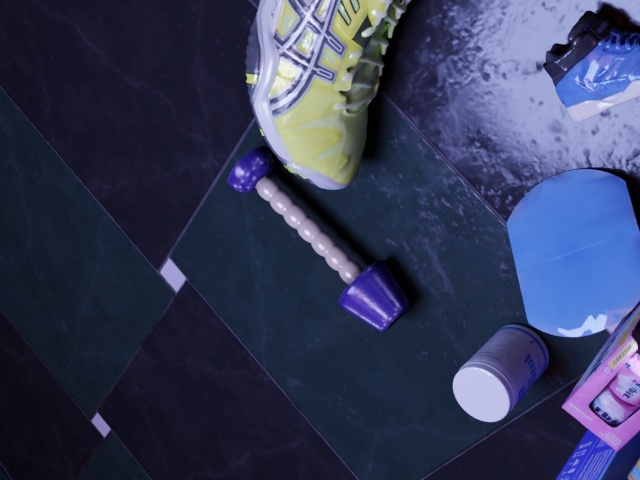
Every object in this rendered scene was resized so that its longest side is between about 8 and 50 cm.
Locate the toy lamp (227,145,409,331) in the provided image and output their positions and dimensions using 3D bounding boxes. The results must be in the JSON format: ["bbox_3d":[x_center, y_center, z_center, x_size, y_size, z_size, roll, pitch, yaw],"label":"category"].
[{"bbox_3d":[0.000,0.000,1.038,0.274,0.080,0.080,47,134,14],"label":"toy lamp"}]

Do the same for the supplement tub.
[{"bbox_3d":[0.202,0.146,0.923,0.071,0.107,0.071,19,124,31],"label":"supplement tub"}]

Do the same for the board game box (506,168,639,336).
[{"bbox_3d":[0.261,0.013,0.830,0.133,0.033,0.168,-25,62,37],"label":"board game box"}]

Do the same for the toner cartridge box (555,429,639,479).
[{"bbox_3d":[0.274,0.324,0.792,0.165,0.348,0.075,54,133,3],"label":"toner cartridge box"}]

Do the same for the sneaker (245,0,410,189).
[{"bbox_3d":[0.017,-0.226,0.854,0.147,0.145,0.384,16,124,33],"label":"sneaker"}]

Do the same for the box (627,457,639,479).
[{"bbox_3d":[0.416,0.196,0.610,0.290,0.177,0.279,44,167,27],"label":"box"}]

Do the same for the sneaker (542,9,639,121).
[{"bbox_3d":[0.267,-0.171,0.734,0.152,0.058,0.084,-24,105,51],"label":"sneaker"}]

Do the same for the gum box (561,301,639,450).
[{"bbox_3d":[0.302,0.098,0.758,0.062,0.188,0.107,39,132,16],"label":"gum box"}]
